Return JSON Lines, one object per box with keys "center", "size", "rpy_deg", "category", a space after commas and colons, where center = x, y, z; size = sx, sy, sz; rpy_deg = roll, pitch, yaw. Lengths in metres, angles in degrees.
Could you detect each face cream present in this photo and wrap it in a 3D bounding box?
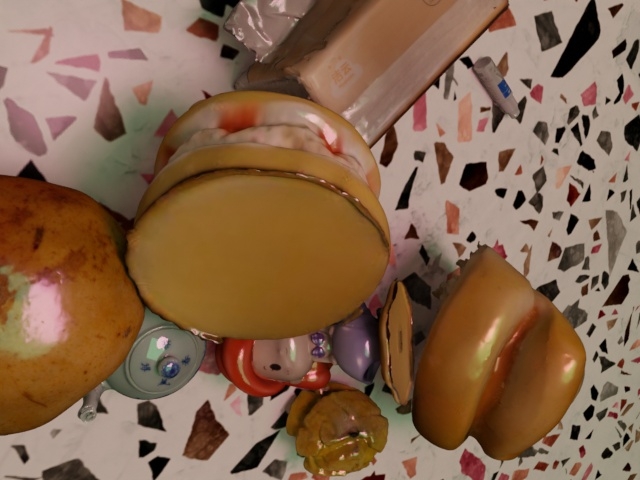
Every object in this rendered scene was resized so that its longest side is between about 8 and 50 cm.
{"center": [0.316, -0.267, 1.047], "size": [0.130, 0.034, 0.034], "rpy_deg": [43, 79, -33], "category": "face cream"}

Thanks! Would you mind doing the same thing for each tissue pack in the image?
{"center": [0.041, -0.282, 0.762], "size": [0.305, 0.239, 0.238], "rpy_deg": [-46, 123, -12], "category": "tissue pack"}

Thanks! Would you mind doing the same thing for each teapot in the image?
{"center": [-0.208, 0.134, 0.754], "size": [0.232, 0.159, 0.158], "rpy_deg": [-34, 119, -20], "category": "teapot"}

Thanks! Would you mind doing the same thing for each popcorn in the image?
{"center": [0.027, 0.307, 0.963], "size": [0.167, 0.152, 0.148], "rpy_deg": [16, 58, -12], "category": "popcorn"}

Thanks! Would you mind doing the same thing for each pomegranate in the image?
{"center": [-0.310, 0.065, 0.607], "size": [0.265, 0.264, 0.264], "rpy_deg": [-9, 108, -31], "category": "pomegranate"}

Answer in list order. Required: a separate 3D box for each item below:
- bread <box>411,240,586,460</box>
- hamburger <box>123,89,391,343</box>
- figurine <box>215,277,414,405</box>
{"center": [0.290, 0.185, 0.967], "size": [0.424, 0.246, 0.328], "rpy_deg": [60, 40, -62], "category": "bread"}
{"center": [-0.067, -0.018, 0.659], "size": [0.261, 0.186, 0.302], "rpy_deg": [9, 132, -11], "category": "hamburger"}
{"center": [-0.001, 0.149, 0.858], "size": [0.208, 0.257, 0.180], "rpy_deg": [-64, 146, -51], "category": "figurine"}
